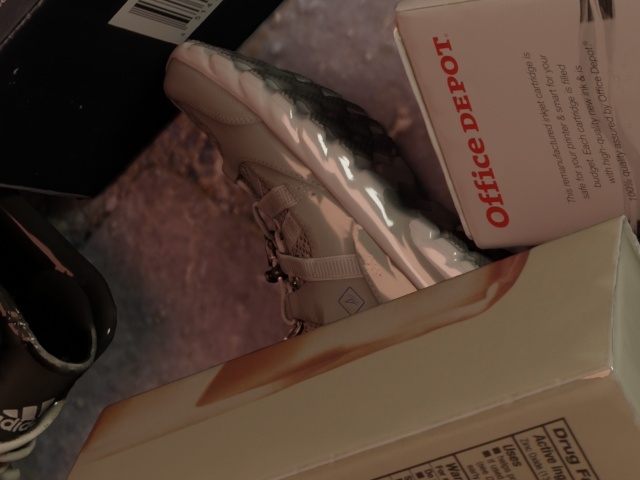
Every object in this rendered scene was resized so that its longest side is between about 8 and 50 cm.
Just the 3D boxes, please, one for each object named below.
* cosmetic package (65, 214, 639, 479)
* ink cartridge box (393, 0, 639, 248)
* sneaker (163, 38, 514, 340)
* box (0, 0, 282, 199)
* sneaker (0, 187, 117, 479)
[{"bbox_3d":[0.036,0.122,0.777,0.296,0.129,0.153,-20,116,23],"label":"cosmetic package"},{"bbox_3d":[0.149,-0.077,0.773,0.191,0.082,0.139,-3,124,31],"label":"ink cartridge box"},{"bbox_3d":[0.000,0.000,0.876,0.281,0.105,0.115,46,108,24],"label":"sneaker"},{"bbox_3d":[-0.153,-0.254,0.941,0.343,0.179,0.312,-44,66,20],"label":"box"},{"bbox_3d":[-0.238,0.150,0.941,0.257,0.169,0.447,-18,75,42],"label":"sneaker"}]
